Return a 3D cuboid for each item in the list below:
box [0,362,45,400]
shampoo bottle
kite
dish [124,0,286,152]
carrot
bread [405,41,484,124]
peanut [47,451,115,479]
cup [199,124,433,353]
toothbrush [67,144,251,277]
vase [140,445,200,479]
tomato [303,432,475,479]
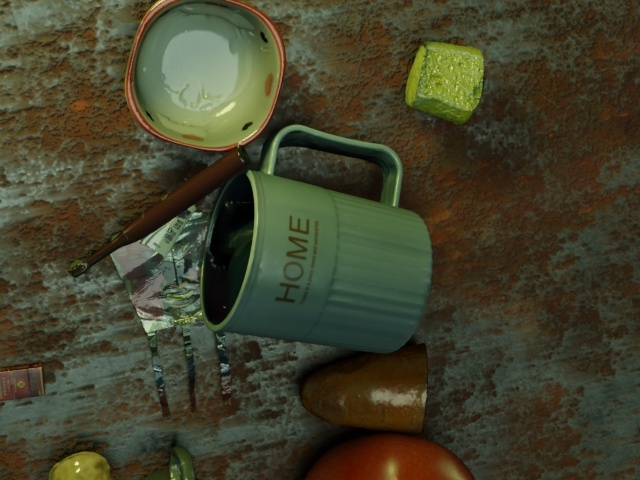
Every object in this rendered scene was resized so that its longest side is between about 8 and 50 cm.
[{"bbox_3d":[-0.495,0.232,1.838,0.082,0.023,0.052,-5,107,-14],"label":"box"},{"bbox_3d":[-0.236,-0.040,1.826,0.049,0.034,0.141,34,87,-12],"label":"shampoo bottle"},{"bbox_3d":[-0.227,0.124,1.885,0.204,0.022,0.361,-12,107,-11],"label":"kite"},{"bbox_3d":[-0.185,-0.265,1.738,0.256,0.117,0.256,-4,105,-15],"label":"dish"},{"bbox_3d":[0.076,0.263,1.955,0.224,0.159,0.159,-3,106,-1],"label":"carrot"},{"bbox_3d":[0.205,-0.261,1.852,0.114,0.111,0.129,12,83,-14],"label":"bread"},{"bbox_3d":[-0.399,0.498,1.878,0.146,0.147,0.306,9,101,-17],"label":"peanut"},{"bbox_3d":[-0.008,0.014,1.816,0.311,0.331,0.257,12,142,-22],"label":"cup"},{"bbox_3d":[-0.258,-0.040,1.766,0.364,0.041,0.041,-33,112,18],"label":"toothbrush"},{"bbox_3d":[-0.230,0.476,1.843,0.156,0.301,0.251,4,95,-17],"label":"vase"},{"bbox_3d":[0.129,0.486,1.945,0.341,0.273,0.341,1,148,1],"label":"tomato"}]
